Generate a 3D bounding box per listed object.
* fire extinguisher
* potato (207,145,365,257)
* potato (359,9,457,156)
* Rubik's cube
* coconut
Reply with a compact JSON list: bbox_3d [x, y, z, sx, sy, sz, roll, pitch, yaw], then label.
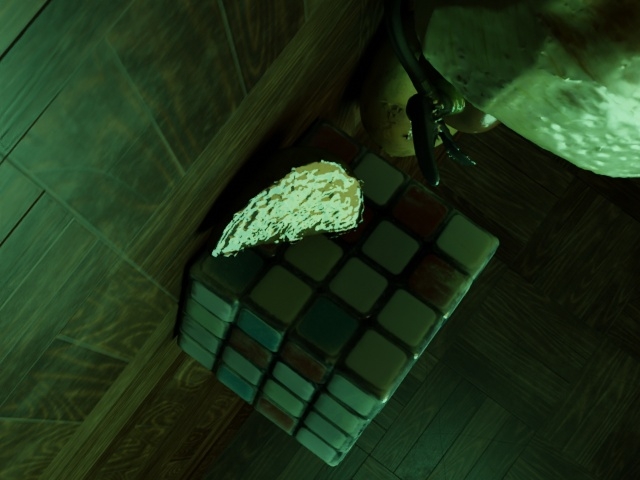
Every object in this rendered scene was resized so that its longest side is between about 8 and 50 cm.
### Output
[{"bbox_3d":[0.186,-0.231,1.226,0.376,0.200,0.113,-40,178,-30],"label":"fire extinguisher"},{"bbox_3d":[-0.047,-0.054,1.168,0.172,0.089,0.100,-13,129,-22],"label":"potato"},{"bbox_3d":[0.121,-0.184,1.344,0.161,0.128,0.234,-49,164,-35],"label":"potato"},{"bbox_3d":[0.010,0.064,1.324,0.256,0.253,0.259,-51,171,-27],"label":"Rubik's cube"},{"bbox_3d":[0.266,-0.262,0.990,0.415,0.415,0.345,-53,-147,-2],"label":"coconut"}]
